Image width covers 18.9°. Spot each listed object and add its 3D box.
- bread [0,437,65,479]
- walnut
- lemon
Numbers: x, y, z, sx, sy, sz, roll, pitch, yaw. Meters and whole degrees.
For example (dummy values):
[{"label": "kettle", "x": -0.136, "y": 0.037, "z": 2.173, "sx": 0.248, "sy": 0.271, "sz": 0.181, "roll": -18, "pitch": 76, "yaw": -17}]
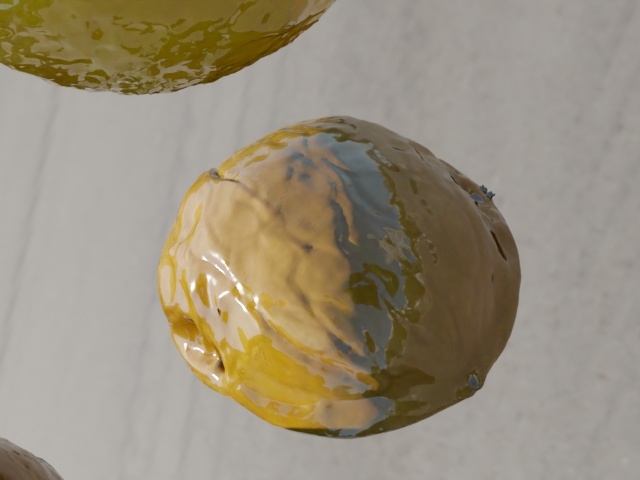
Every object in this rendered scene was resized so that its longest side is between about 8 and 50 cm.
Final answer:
[{"label": "bread", "x": -0.157, "y": 0.204, "z": 0.944, "sx": 0.270, "sy": 0.142, "sz": 0.195, "roll": 85, "pitch": 161, "yaw": -64}, {"label": "walnut", "x": 0.000, "y": -0.001, "z": 0.918, "sx": 0.167, "sy": 0.087, "sz": 0.211, "roll": -40, "pitch": 40, "yaw": -15}, {"label": "lemon", "x": -0.054, "y": -0.112, "z": 0.555, "sx": 0.142, "sy": 0.187, "sz": 0.142, "roll": -2, "pitch": 87, "yaw": 52}]
